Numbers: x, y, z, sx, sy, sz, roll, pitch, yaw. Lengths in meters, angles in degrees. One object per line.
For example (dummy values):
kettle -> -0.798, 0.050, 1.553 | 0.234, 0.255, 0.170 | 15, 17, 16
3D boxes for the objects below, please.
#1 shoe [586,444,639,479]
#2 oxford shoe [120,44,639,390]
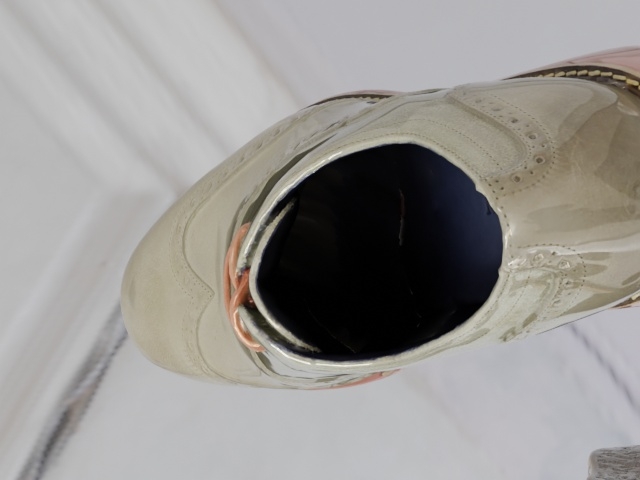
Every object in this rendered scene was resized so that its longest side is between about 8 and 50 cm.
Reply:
shoe -> 0.258, 0.211, 1.562 | 0.219, 0.076, 0.058 | -15, -78, -71
oxford shoe -> 0.000, 0.000, 0.841 | 0.146, 0.397, 0.141 | -14, -94, -38
